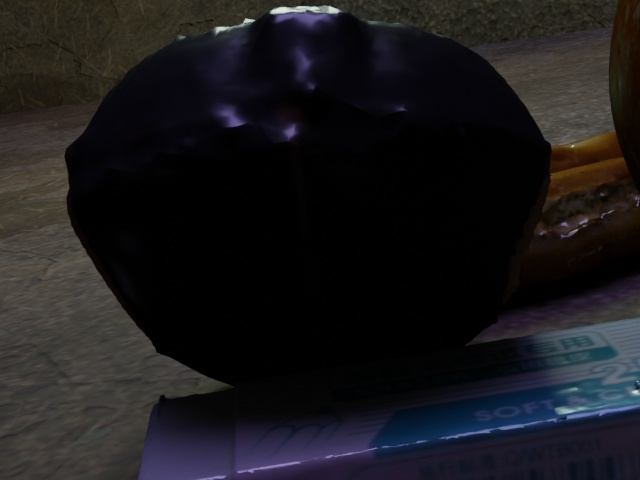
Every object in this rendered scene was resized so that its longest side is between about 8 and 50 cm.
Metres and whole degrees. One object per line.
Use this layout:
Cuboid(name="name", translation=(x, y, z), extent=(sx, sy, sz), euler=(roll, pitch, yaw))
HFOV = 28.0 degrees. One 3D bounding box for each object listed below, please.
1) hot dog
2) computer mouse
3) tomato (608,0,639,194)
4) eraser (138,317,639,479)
Cuboid(name="hot dog", translation=(0.147, -0.018, 0.787), extent=(0.269, 0.072, 0.115), euler=(-13, 12, -22))
Cuboid(name="computer mouse", translation=(0.000, 0.005, 0.562), extent=(0.183, 0.116, 0.323), euler=(-6, -14, 3))
Cuboid(name="tomato", translation=(0.263, -0.064, 0.571), extent=(0.270, 0.223, 0.270), euler=(11, -3, 1))
Cuboid(name="eraser", translation=(0.049, 0.077, 0.480), extent=(0.225, 0.052, 0.095), euler=(-10, 13, -1))
